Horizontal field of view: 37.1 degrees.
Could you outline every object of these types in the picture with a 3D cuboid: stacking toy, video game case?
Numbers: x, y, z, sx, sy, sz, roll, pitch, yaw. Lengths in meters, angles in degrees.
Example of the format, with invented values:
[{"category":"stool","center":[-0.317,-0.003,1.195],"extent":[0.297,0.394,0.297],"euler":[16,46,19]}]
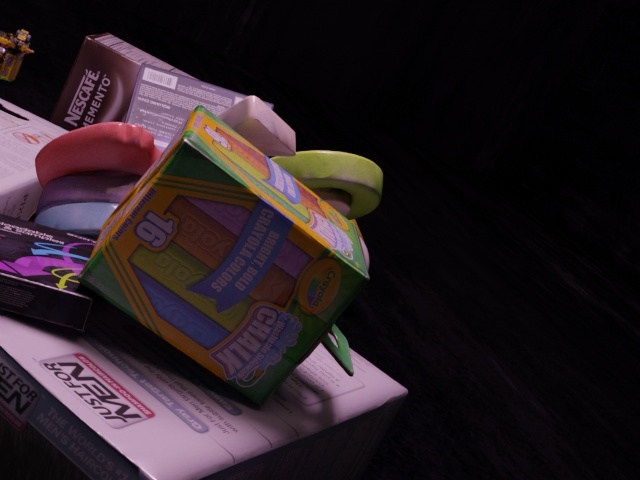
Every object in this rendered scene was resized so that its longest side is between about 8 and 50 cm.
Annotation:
[{"category":"stacking toy","center":[-0.098,-0.003,0.900],"extent":[0.279,0.130,0.309],"euler":[-12,-20,30]},{"category":"video game case","center":[-0.172,-0.107,1.277],"extent":[0.196,0.026,0.274],"euler":[16,54,-14]}]

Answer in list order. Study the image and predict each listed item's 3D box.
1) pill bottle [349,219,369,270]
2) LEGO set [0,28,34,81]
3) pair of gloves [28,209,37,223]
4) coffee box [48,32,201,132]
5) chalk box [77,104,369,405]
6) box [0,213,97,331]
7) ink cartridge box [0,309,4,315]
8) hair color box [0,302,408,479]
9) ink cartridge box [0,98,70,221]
[{"category":"pill bottle","center":[0.000,0.000,1.389],"extent":[0.117,0.117,0.215],"euler":[24,15,-14]},{"category":"LEGO set","center":[-0.563,-0.362,1.442],"extent":[0.255,0.192,0.331],"euler":[29,15,4]},{"category":"pair of gloves","center":[-0.316,-0.048,1.074],"extent":[0.204,0.042,0.240],"euler":[31,22,1]},{"category":"coffee box","center":[-0.236,-0.168,1.433],"extent":[0.297,0.168,0.119],"euler":[26,15,-5]},{"category":"chalk box","center":[-0.050,0.021,0.723],"extent":[0.213,0.132,0.132],"euler":[36,12,-14]},{"category":"box","center":[-0.225,0.016,0.717],"extent":[0.116,0.029,0.162],"euler":[16,9,-14]},{"category":"ink cartridge box","center":[-0.327,0.065,0.637],"extent":[0.160,0.093,0.219],"euler":[27,15,-6]},{"category":"hair color box","center":[-0.096,0.140,0.763],"extent":[0.185,0.114,0.374],"euler":[34,15,23]},{"category":"ink cartridge box","center":[-0.428,-0.095,0.972],"extent":[0.308,0.091,0.385],"euler":[25,15,2]}]
